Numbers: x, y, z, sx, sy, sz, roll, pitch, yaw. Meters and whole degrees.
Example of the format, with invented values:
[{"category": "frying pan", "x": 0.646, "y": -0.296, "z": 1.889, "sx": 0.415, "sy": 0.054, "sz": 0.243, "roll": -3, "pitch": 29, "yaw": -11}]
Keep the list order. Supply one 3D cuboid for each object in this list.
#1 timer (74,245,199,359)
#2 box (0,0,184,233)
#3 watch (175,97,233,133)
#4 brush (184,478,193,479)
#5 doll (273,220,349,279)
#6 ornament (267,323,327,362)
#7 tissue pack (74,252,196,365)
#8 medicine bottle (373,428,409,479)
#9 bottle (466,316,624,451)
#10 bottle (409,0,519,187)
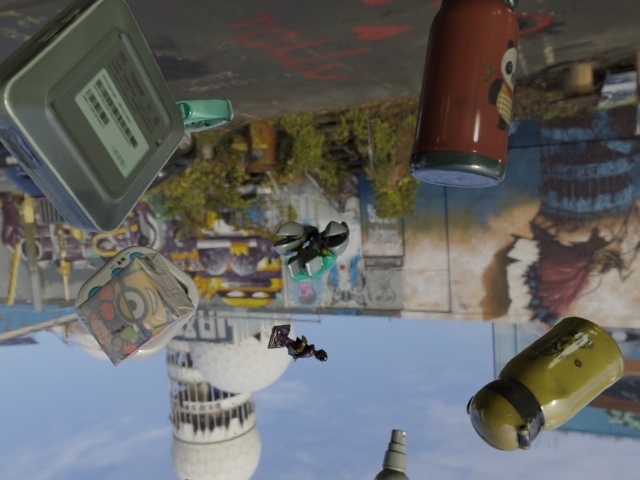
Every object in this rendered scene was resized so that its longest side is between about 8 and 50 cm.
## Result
[{"category": "timer", "x": -0.439, "y": 0.149, "z": 1.400, "sx": 0.087, "sy": 0.237, "sz": 0.262, "roll": -45, "pitch": -174, "yaw": 48}, {"category": "box", "x": -0.475, "y": -0.269, "z": 1.251, "sx": 0.111, "sy": 0.395, "sz": 0.396, "roll": 8, "pitch": -127, "yaw": 23}, {"category": "watch", "x": -0.361, "y": -0.341, "z": 1.617, "sx": 0.237, "sy": 0.068, "sz": 0.195, "roll": -11, "pitch": -178, "yaw": 21}, {"category": "brush", "x": -0.331, "y": 0.753, "z": 1.726, "sx": 0.248, "sy": 0.036, "sz": 0.043, "roll": -4, "pitch": 148, "yaw": 44}, {"category": "doll", "x": -0.020, "y": 0.006, "z": 1.534, "sx": 0.195, "sy": 0.153, "sz": 0.258, "roll": -18, "pitch": -163, "yaw": 5}, {"category": "ornament", "x": -0.055, "y": 0.330, "z": 1.787, "sx": 0.203, "sy": 0.088, "sz": 0.081, "roll": 17, "pitch": -171, "yaw": 30}, {"category": "tissue pack", "x": -0.275, "y": 0.102, "z": 0.858, "sx": 0.148, "sy": 0.108, "sz": 0.060, "roll": -35, "pitch": 177, "yaw": 21}, {"category": "medicine bottle", "x": 0.197, "y": 0.711, "z": 1.619, "sx": 0.110, "sy": 0.351, "sz": 0.110, "roll": 10, "pitch": 153, "yaw": 5}, {"category": "bottle", "x": 0.468, "y": 0.312, "z": 1.241, "sx": 0.351, "sy": 0.171, "sz": 0.172, "roll": -26, "pitch": -166, "yaw": -24}, {"category": "bottle", "x": 0.222, "y": -0.256, "z": 0.879, "sx": 0.144, "sy": 0.335, "sz": 0.144, "roll": 7, "pitch": 177, "yaw": 0}]
